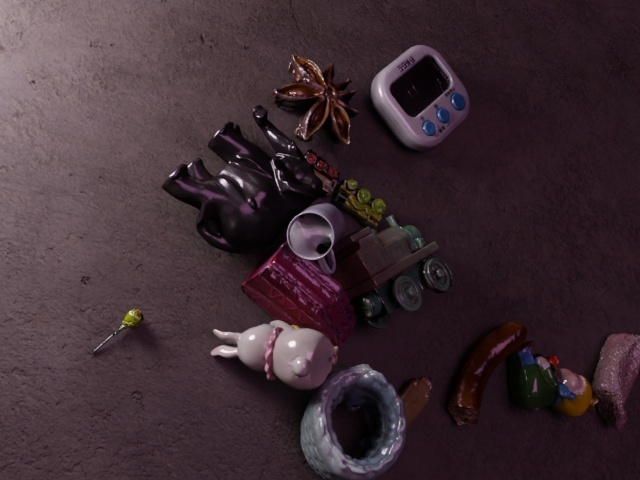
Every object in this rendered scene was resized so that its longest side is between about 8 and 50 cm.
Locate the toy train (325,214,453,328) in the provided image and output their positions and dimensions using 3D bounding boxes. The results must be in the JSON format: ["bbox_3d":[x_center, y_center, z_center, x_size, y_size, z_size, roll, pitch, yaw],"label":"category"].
[{"bbox_3d":[0.163,0.062,1.724,0.304,0.150,0.221,-24,82,-47],"label":"toy train"}]

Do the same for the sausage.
[{"bbox_3d":[0.396,0.308,1.820,0.103,0.076,0.302,27,62,21],"label":"sausage"}]

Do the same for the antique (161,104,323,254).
[{"bbox_3d":[-0.154,-0.114,1.620,0.255,0.185,0.322,41,61,-2],"label":"antique"}]

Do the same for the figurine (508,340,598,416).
[{"bbox_3d":[0.590,0.350,1.902,0.234,0.127,0.185,3,57,-17],"label":"figurine"}]

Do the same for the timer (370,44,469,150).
[{"bbox_3d":[0.258,-0.369,1.958,0.262,0.087,0.237,-43,97,-31],"label":"timer"}]

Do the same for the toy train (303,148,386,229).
[{"bbox_3d":[0.045,-0.122,1.793,0.249,0.053,0.085,35,68,-14],"label":"toy train"}]

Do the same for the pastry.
[{"bbox_3d":[0.786,0.357,2.004,0.112,0.103,0.265,28,62,-10],"label":"pastry"}]

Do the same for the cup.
[{"bbox_3d":[-0.010,-0.004,1.561,0.099,0.133,0.136,11,104,8],"label":"cup"}]

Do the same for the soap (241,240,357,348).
[{"bbox_3d":[-0.038,0.132,1.615,0.250,0.162,0.099,42,53,-11],"label":"soap"}]

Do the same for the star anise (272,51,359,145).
[{"bbox_3d":[-0.013,-0.324,1.806,0.214,0.099,0.220,11,74,-9],"label":"star anise"}]

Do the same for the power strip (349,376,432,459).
[{"bbox_3d":[0.160,0.417,1.696,0.064,0.044,0.305,47,61,-7],"label":"power strip"}]

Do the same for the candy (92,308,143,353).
[{"bbox_3d":[-0.401,0.181,1.487,0.123,0.035,0.035,-40,92,-23],"label":"candy"}]

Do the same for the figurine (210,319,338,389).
[{"bbox_3d":[-0.097,0.224,1.566,0.155,0.235,0.127,-30,127,-56],"label":"figurine"}]

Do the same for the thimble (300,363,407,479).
[{"bbox_3d":[0.068,0.380,1.561,0.205,0.172,0.250,12,63,-6],"label":"thimble"}]
